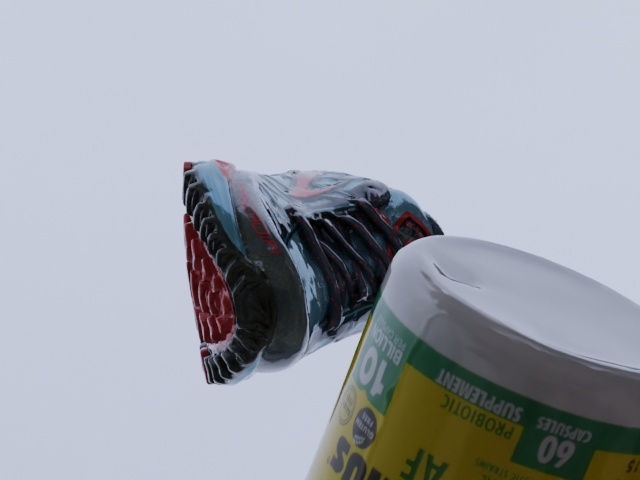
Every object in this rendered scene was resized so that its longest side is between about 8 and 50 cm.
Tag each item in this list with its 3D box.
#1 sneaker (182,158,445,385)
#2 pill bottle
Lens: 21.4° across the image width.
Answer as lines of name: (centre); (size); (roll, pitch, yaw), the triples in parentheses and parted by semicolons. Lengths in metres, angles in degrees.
sneaker: (0.000, 0.000, 0.838); (0.125, 0.262, 0.104); (-7, -81, 2)
pill bottle: (0.045, 0.114, 0.606); (0.117, 0.117, 0.208); (19, -73, -6)
